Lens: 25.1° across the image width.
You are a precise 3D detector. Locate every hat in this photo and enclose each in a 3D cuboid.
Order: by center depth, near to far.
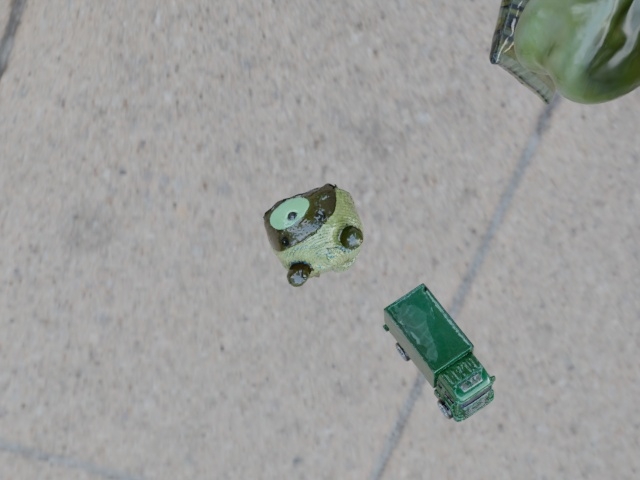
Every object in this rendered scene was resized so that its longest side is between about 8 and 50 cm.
[{"bbox_3d":[0.000,0.000,1.172,0.077,0.059,0.076,-23,143,-6],"label":"hat"}]

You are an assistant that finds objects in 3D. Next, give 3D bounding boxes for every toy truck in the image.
[{"bbox_3d":[0.139,0.132,1.656,0.065,0.147,0.079,-32,158,-12],"label":"toy truck"}]

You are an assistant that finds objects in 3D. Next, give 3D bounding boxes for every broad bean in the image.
[{"bbox_3d":[0.226,-0.191,1.013,0.153,0.072,0.207,17,114,-45],"label":"broad bean"}]

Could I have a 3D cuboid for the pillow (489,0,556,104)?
[{"bbox_3d":[0.264,-0.283,1.699,0.052,0.208,0.212,14,87,27],"label":"pillow"}]
